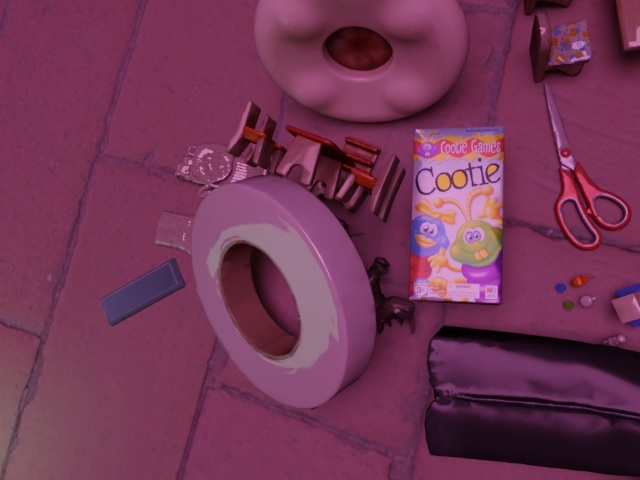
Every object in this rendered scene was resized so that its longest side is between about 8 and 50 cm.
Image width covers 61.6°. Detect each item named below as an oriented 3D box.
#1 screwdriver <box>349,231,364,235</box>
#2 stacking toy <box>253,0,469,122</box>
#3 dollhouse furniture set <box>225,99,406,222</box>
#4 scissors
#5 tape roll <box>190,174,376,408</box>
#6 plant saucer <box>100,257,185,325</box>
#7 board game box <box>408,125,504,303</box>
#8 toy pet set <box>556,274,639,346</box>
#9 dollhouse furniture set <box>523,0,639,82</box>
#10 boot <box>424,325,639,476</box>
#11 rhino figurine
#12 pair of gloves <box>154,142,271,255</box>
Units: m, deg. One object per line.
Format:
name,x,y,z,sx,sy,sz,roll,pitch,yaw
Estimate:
screwdriver,0.000,0.000,1.023,0.170,0.025,0.024,-9,79,6
stacking toy,0.094,-0.487,0.962,0.351,0.350,0.479,2,64,17
dollhouse furniture set,0.019,-0.141,0.907,0.262,0.259,0.135,24,91,18
scissors,0.413,-0.128,0.915,0.109,0.021,0.297,-28,77,13
tape roll,-0.079,0.086,0.882,0.392,0.072,0.391,23,124,39
plant saucer,-0.373,0.107,1.113,0.192,0.018,0.067,-28,76,10
board game box,0.228,-0.034,0.892,0.145,0.142,0.275,1,82,16
toy pet set,0.465,0.106,0.860,0.114,0.065,0.122,-34,68,45
dollhouse furniture set,0.504,-0.499,0.819,0.363,0.256,0.393,-7,80,15
boot,0.378,0.328,0.795,0.446,0.146,0.366,3,80,15
rhino figurine,0.078,0.077,0.956,0.243,0.073,0.106,45,110,16
pair of gloves,-0.223,-0.079,1.083,0.204,0.042,0.240,19,87,18
